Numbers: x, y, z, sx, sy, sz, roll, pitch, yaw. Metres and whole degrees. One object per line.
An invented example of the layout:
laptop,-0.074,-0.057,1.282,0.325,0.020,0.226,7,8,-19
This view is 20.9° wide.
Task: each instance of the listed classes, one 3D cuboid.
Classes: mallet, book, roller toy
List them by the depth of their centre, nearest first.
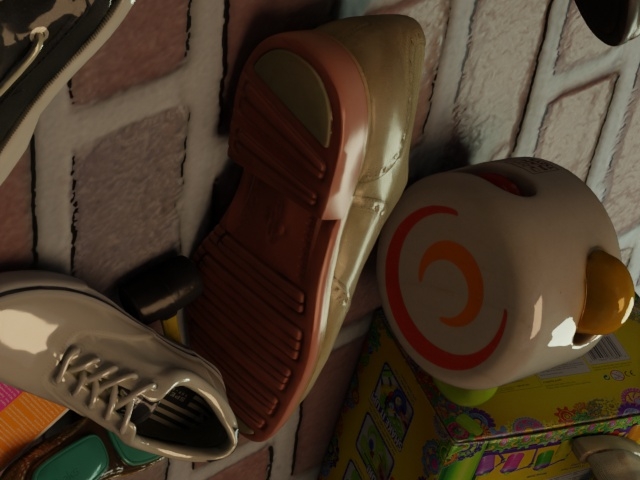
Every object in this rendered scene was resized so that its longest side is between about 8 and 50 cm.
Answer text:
book,-0.232,0.114,1.323,0.144,0.035,0.096,-40,146,-7
mallet,-0.122,0.100,1.391,0.062,0.039,0.190,-22,129,-27
roller toy,0.160,0.024,1.512,0.146,0.191,0.209,-13,162,-41

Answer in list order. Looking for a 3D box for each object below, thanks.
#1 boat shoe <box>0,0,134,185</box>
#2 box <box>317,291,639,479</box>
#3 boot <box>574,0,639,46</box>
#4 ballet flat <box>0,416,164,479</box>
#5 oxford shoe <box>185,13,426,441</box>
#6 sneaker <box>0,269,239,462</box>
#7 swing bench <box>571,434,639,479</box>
boat shoe,-0.189,-0.132,0.997,0.091,0.114,0.302,-6,132,-54
box,0.181,0.209,1.713,0.290,0.177,0.279,-5,134,-26
boot,0.321,-0.286,1.317,0.280,0.096,0.264,-7,100,-25
ballet flat,-0.187,0.169,1.409,0.067,0.073,0.206,-16,-176,38
oxford shoe,0.000,0.000,1.358,0.146,0.140,0.397,-26,147,-40
sneaker,-0.156,0.095,1.275,0.258,0.091,0.094,23,104,-41
swing bench,0.286,0.356,1.595,0.165,0.253,0.255,10,128,-38
